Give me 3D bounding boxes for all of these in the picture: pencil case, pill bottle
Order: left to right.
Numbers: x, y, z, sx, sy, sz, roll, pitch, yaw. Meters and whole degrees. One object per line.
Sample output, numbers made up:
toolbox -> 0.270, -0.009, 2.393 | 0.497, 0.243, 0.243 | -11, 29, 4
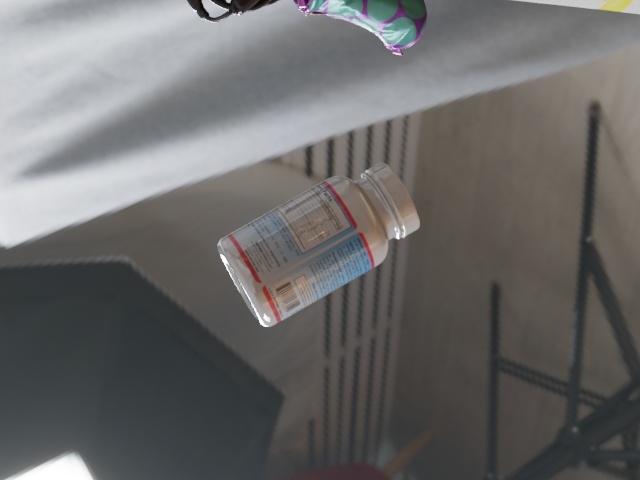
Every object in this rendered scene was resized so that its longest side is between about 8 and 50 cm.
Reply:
pill bottle -> 0.000, 0.000, 1.082 | 0.087, 0.160, 0.087 | 59, 172, 14
pencil case -> 0.040, -0.249, 1.329 | 0.064, 0.152, 0.070 | 29, 101, 54

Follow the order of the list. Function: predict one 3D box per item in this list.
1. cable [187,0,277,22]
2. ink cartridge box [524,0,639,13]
cable -> -0.088, -0.301, 1.172 | 0.184, 0.150, 0.047 | 59, 166, 0
ink cartridge box -> 0.355, -0.406, 1.486 | 0.279, 0.385, 0.160 | 121, 149, -63
